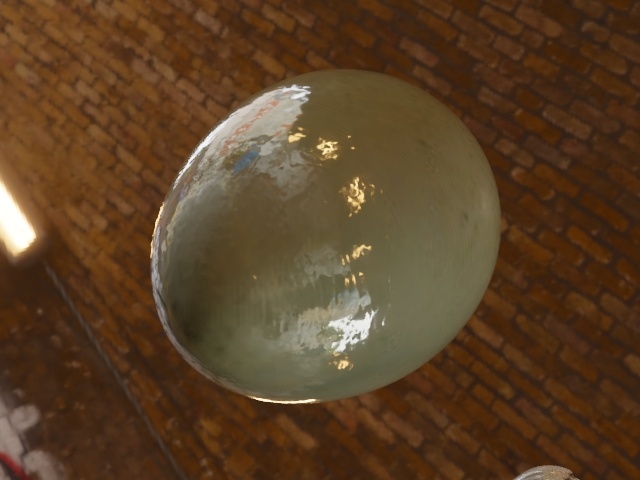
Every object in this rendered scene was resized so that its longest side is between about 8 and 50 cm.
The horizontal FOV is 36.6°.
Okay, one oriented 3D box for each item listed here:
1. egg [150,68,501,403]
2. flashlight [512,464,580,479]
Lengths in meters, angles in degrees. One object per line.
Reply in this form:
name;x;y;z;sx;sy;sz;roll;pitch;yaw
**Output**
egg;0.000;0.000;0.651;0.218;0.295;0.218;13;-64;28
flashlight;0.105;0.220;0.681;0.200;0.047;0.093;-39;-77;22
